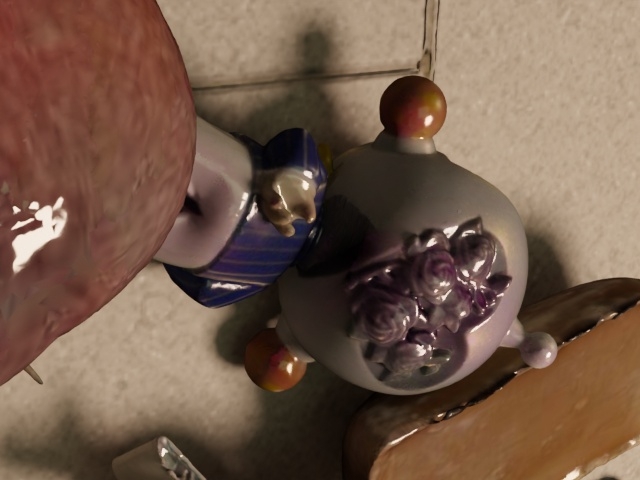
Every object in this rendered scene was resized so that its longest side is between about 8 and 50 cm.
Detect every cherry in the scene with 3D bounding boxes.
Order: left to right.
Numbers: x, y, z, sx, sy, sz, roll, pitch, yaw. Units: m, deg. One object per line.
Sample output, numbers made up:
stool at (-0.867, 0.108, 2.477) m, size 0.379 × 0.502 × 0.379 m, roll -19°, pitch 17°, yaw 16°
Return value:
cherry at (-0.185, -0.053, 0.617) m, size 0.261 × 0.221 × 0.307 m, roll -39°, pitch 131°, yaw -29°

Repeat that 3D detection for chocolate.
chocolate at (0.114, 0.106, 0.968) m, size 0.261 × 0.083 × 0.161 m, roll -24°, pitch 136°, yaw -23°

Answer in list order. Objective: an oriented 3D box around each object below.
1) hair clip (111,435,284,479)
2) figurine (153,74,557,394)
hair clip at (-0.036, 0.180, 0.869) m, size 0.140 × 0.054 × 0.220 m, roll -31°, pitch 133°, yaw 28°
figurine at (0.002, -0.010, 0.824) m, size 0.194 × 0.133 × 0.274 m, roll -43°, pitch 123°, yaw 2°
